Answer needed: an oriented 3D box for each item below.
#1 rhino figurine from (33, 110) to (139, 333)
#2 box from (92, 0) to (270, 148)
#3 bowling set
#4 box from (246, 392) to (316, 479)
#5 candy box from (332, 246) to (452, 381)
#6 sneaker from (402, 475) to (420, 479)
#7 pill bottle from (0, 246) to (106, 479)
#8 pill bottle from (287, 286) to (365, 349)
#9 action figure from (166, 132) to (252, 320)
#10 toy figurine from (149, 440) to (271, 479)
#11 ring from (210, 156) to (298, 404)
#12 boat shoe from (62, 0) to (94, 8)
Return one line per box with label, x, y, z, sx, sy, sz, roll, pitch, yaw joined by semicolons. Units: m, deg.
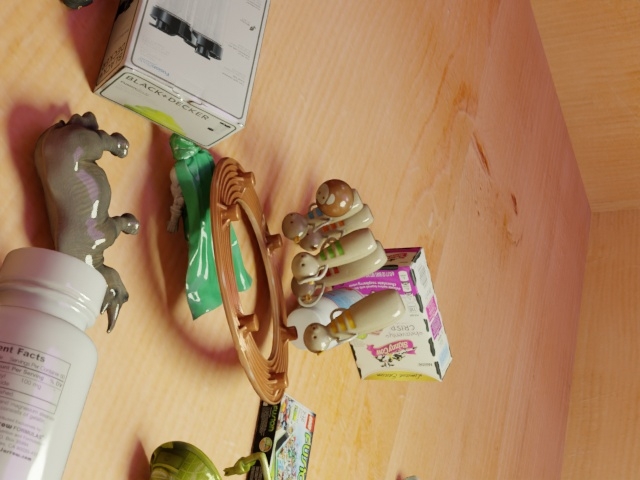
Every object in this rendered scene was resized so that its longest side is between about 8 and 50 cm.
rhino figurine;-0.252;-0.017;1.003;0.106;0.073;0.243;-25;110;-65
box;-0.158;-0.280;1.142;0.169;0.087;0.289;24;62;-32
bowling set;0.000;0.000;1.352;0.287;0.154;0.199;-105;168;-54
box;-0.061;0.336;1.354;0.114;0.036;0.206;45;48;-52
candy box;0.122;0.131;1.600;0.071;0.159;0.233;-51;130;-51
sneaker;0.121;0.520;1.630;0.319;0.112;0.131;-15;82;-65
pill bottle;-0.281;0.129;0.862;0.131;0.131;0.229;49;45;-49
pill bottle;0.011;0.126;1.468;0.160;0.087;0.087;-11;96;-62
action figure;-0.156;-0.030;1.195;0.137;0.064;0.232;-39;125;-57
toy figurine;-0.132;0.439;1.056;0.217;0.191;0.362;-42;122;-51
ring;-0.081;0.051;1.242;0.336;0.032;0.336;-11;90;-83
boat shoe;-0.258;-0.314;1.069;0.049;0.042;0.133;42;44;-19
